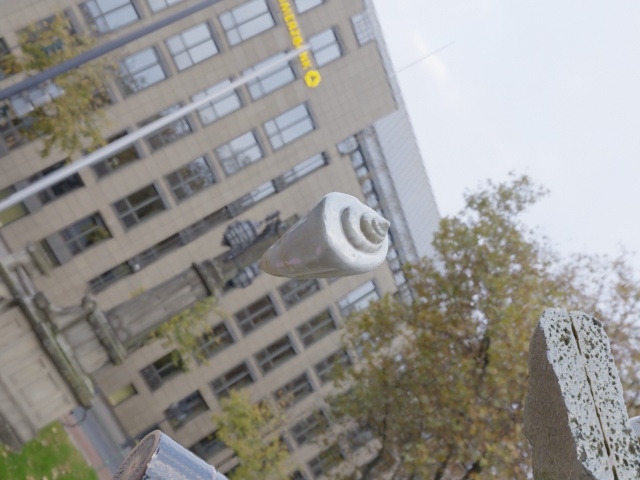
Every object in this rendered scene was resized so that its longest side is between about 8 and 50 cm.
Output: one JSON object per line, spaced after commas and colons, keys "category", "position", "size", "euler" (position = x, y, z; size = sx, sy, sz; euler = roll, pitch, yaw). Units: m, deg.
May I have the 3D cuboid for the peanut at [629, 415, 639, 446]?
{"category": "peanut", "position": [0.585, 0.324, 1.092], "size": [0.291, 0.159, 0.143], "euler": [-14, -96, 31]}

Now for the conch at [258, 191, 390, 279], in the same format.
{"category": "conch", "position": [0.009, 0.006, 0.824], "size": [0.094, 0.104, 0.176], "euler": [29, -41, -22]}

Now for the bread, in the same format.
{"category": "bread", "position": [0.351, 0.256, 1.013], "size": [0.337, 0.102, 0.183], "euler": [-81, 177, -53]}

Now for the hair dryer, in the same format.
{"category": "hair dryer", "position": [-0.127, 0.343, 0.738], "size": [0.189, 0.107, 0.352], "euler": [40, 2, -15]}
